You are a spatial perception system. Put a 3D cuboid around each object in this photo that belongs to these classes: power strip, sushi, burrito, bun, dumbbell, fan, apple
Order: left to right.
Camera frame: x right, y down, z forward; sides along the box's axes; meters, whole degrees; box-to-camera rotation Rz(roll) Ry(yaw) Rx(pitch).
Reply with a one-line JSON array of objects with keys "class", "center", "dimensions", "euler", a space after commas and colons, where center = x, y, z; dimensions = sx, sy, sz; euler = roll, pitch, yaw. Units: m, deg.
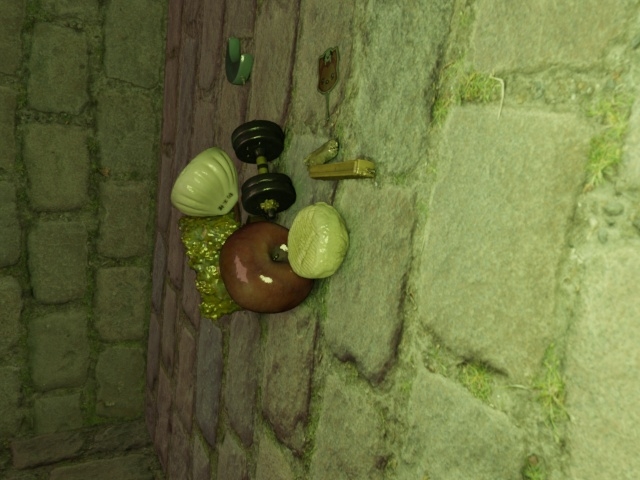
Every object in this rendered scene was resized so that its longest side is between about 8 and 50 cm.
[{"class": "bun", "center": [-0.364, -0.170, 1.771], "dimensions": [0.175, 0.263, 0.263], "euler": [38, 133, 5]}, {"class": "sushi", "center": [-0.372, 0.078, 1.917], "dimensions": [0.351, 0.240, 0.396], "euler": [-132, 27, -66]}, {"class": "power strip", "center": [-0.343, -0.731, 2.167], "dimensions": [0.253, 0.054, 0.167], "euler": [60, 141, 43]}, {"class": "dumbbell", "center": [-0.195, -0.246, 1.767], "dimensions": [0.185, 0.185, 0.388], "euler": [-44, 52, 52]}, {"class": "apple", "center": [-0.170, 0.092, 1.604], "dimensions": [0.235, 0.305, 0.306], "euler": [-53, 45, 45]}, {"class": "bun", "center": [0.000, 0.000, 1.464], "dimensions": [0.220, 0.134, 0.220], "euler": [-21, 65, 55]}, {"class": "burrito", "center": [0.002, -0.252, 1.554], "dimensions": [0.188, 0.045, 0.058], "euler": [-23, 76, 56]}, {"class": "fan", "center": [0.021, -0.468, 1.561], "dimensions": [0.132, 0.009, 0.220], "euler": [2, 91, 61]}, {"class": "power strip", "center": [0.058, -0.192, 1.433], "dimensions": [0.305, 0.064, 0.044], "euler": [9, 91, 60]}]

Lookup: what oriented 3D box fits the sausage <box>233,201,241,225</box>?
[{"class": "sausage", "center": [-0.354, -0.113, 2.200], "dimensions": [0.026, 0.026, 0.116], "euler": [-41, 55, 53]}]

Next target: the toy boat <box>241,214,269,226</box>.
[{"class": "toy boat", "center": [-0.203, 0.027, 1.867], "dimensions": [0.321, 0.089, 0.121], "euler": [-122, 35, -45]}]
